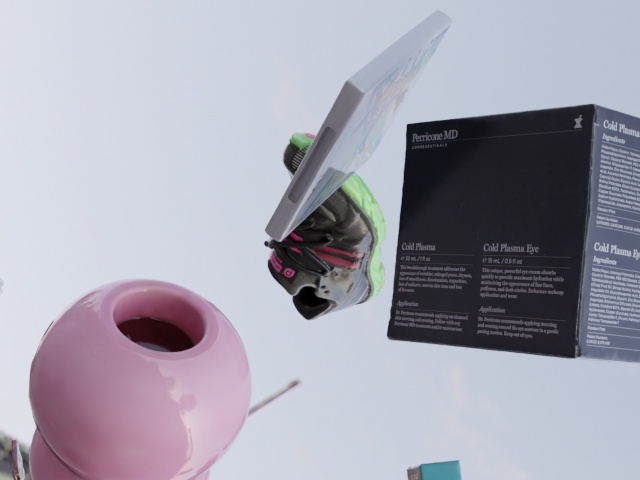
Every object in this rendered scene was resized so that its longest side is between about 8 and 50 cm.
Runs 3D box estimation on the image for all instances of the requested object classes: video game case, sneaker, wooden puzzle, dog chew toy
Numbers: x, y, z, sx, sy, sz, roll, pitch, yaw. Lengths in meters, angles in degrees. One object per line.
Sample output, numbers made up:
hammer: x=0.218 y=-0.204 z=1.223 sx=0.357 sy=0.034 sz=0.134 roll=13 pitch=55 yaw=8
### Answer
video game case: x=0.060 y=-0.175 z=1.754 sx=0.036 sy=0.329 sz=0.300 roll=36 pitch=-51 yaw=7
sneaker: x=0.000 y=0.000 z=2.111 sx=0.185 sy=0.202 sz=0.482 roll=48 pitch=-18 yaw=35
wooden puzzle: x=-0.338 y=0.257 z=1.305 sx=0.049 sy=0.006 sz=0.083 roll=91 pitch=-13 yaw=-46
dog chew toy: x=-0.189 y=0.199 z=1.138 sx=0.207 sy=0.207 sz=0.331 roll=40 pitch=-51 yaw=28

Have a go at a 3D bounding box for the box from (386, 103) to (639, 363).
box: x=0.278 y=-0.004 z=1.570 sx=0.343 sy=0.179 sz=0.312 roll=2 pitch=-95 yaw=51

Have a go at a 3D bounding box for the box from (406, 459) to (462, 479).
box: x=0.176 y=0.440 z=1.658 sx=0.100 sy=0.060 sz=0.244 roll=117 pitch=-33 yaw=-74

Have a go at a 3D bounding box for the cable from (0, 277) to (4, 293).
cable: x=-0.655 y=0.034 z=1.965 sx=0.257 sy=0.089 sz=0.257 roll=38 pitch=-11 yaw=-9
